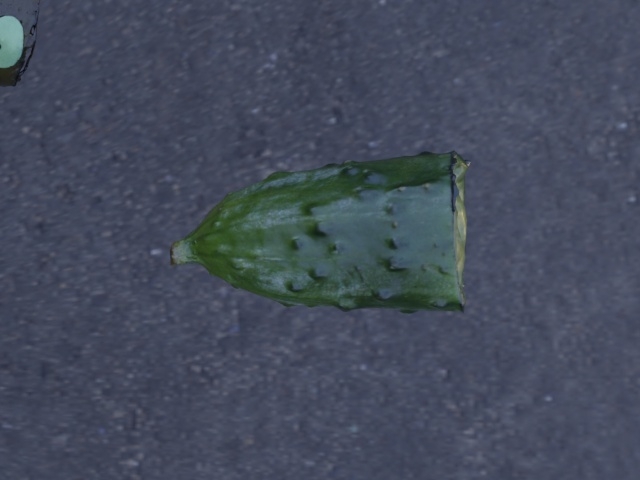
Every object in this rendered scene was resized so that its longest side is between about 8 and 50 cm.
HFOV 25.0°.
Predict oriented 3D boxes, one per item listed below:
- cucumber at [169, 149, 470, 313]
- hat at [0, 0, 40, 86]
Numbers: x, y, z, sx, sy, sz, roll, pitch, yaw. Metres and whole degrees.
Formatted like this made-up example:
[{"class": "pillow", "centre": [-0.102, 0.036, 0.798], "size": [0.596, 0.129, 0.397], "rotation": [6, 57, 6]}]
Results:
[{"class": "cucumber", "centre": [0.000, -0.001, 1.147], "size": [0.244, 0.134, 0.134], "rotation": [-4, 86, 6]}, {"class": "hat", "centre": [-0.196, -0.133, 0.834], "size": [0.059, 0.077, 0.076], "rotation": [6, 61, -19]}]
